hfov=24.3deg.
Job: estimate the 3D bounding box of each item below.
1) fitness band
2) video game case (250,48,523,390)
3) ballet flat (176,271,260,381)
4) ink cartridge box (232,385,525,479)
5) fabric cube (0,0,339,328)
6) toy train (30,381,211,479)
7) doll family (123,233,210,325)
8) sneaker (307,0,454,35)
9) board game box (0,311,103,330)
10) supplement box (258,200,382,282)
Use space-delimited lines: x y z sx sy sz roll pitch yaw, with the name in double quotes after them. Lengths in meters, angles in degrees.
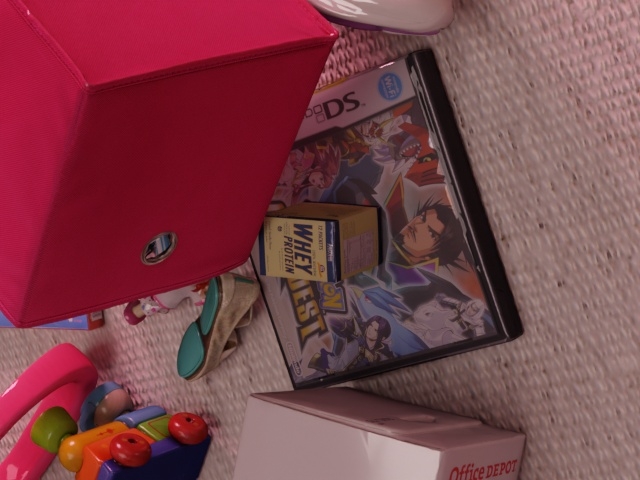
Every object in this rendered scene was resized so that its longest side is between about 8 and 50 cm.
-0.342 0.226 1.586 0.054 0.209 0.291 44 120 14 "fitness band"
0.037 -0.011 1.399 0.248 0.035 0.274 -18 91 34 "video game case"
-0.100 0.091 1.493 0.168 0.052 0.057 119 145 -50 "ballet flat"
0.039 0.283 1.329 0.197 0.198 0.270 12 93 28 "ink cartridge box"
-0.184 -0.126 1.251 0.259 0.254 0.258 48 134 27 "fabric cube"
-0.240 0.219 1.501 0.143 0.248 0.105 32 116 28 "toy train"
-0.199 -0.034 1.493 0.163 0.118 0.263 -32 83 33 "doll family"
0.000 -0.288 1.270 0.305 0.114 0.152 39 120 19 "sneaker"
-0.365 0.026 1.667 0.281 0.027 0.145 0 98 32 "board game box"
0.000 0.000 1.353 0.083 0.083 0.056 4 103 31 "supplement box"
